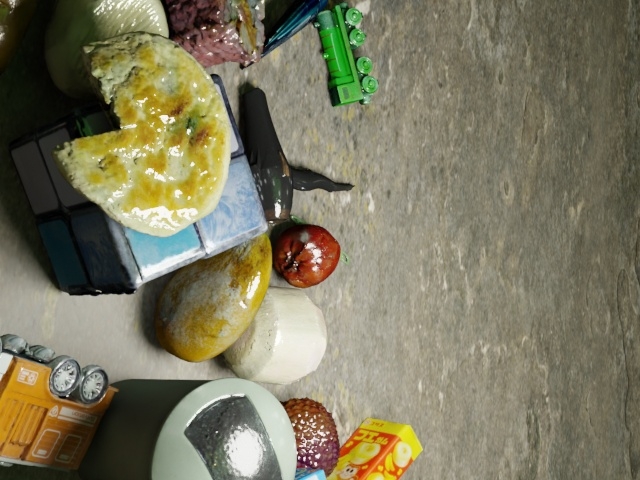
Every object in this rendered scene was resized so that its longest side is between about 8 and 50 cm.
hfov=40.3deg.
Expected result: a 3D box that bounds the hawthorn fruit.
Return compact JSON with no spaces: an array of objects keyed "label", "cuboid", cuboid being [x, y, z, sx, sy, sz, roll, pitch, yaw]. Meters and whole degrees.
[{"label":"hawthorn fruit","cuboid":[-0.023,0.029,1.954,0.172,0.148,0.148,-23,101,-54]}]

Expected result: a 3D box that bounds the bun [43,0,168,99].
[{"label":"bun","cuboid":[-0.413,-0.378,1.639,0.259,0.160,0.259,-31,140,-30]}]

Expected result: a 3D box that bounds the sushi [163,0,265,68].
[{"label":"sushi","cuboid":[-0.219,-0.488,1.814,0.236,0.170,0.270,-1,85,-66]}]

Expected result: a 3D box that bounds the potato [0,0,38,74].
[{"label":"potato","cuboid":[-0.603,-0.371,1.461,0.369,0.195,0.176,-53,158,1]}]

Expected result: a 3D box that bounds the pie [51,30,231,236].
[{"label":"pie","cuboid":[-0.269,-0.170,1.411,0.337,0.075,0.338,5,82,-37]}]

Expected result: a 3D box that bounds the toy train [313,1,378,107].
[{"label":"toy train","cuboid":[0.057,-0.445,2.101,0.119,0.085,0.252,-17,93,-23]}]

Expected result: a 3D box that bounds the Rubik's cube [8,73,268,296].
[{"label":"Rubik's cube","cuboid":[-0.333,-0.100,1.600,0.313,0.316,0.319,-25,103,-37]}]

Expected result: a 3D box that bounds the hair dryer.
[{"label":"hair dryer","cuboid":[-0.047,-0.174,2.002,0.359,0.120,0.304,8,67,-48]}]

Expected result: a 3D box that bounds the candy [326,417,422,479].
[{"label":"candy","cuboid":[0.094,0.532,1.996,0.276,0.146,0.088,-44,114,-34]}]

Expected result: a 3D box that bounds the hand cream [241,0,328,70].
[{"label":"hand cream","cuboid":[-0.076,-0.481,1.976,0.061,0.120,0.271,46,55,-13]}]

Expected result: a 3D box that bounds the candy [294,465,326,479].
[{"label":"candy","cuboid":[-0.133,0.502,1.709,0.157,0.305,0.100,-13,94,-38]}]

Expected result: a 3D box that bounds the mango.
[{"label":"mango","cuboid":[-0.203,0.107,1.719,0.316,0.193,0.146,-47,147,13]}]

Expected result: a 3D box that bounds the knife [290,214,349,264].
[{"label":"knife","cuboid":[0.000,0.000,2.051,0.207,0.014,0.030,37,63,-31]}]

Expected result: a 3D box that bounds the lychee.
[{"label":"lychee","cuboid":[-0.055,0.430,1.862,0.188,0.188,0.188,4,83,-38]}]

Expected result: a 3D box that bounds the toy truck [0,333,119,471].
[{"label":"toy truck","cuboid":[-0.532,0.257,1.430,0.387,0.173,0.207,38,69,-56]}]

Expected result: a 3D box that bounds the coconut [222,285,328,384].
[{"label":"coconut","cuboid":[-0.086,0.202,1.839,0.233,0.224,0.224,21,73,-38]}]

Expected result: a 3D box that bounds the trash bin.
[{"label":"trash bin","cuboid":[-0.243,0.379,1.552,0.280,0.432,0.281,4,83,-38]}]
